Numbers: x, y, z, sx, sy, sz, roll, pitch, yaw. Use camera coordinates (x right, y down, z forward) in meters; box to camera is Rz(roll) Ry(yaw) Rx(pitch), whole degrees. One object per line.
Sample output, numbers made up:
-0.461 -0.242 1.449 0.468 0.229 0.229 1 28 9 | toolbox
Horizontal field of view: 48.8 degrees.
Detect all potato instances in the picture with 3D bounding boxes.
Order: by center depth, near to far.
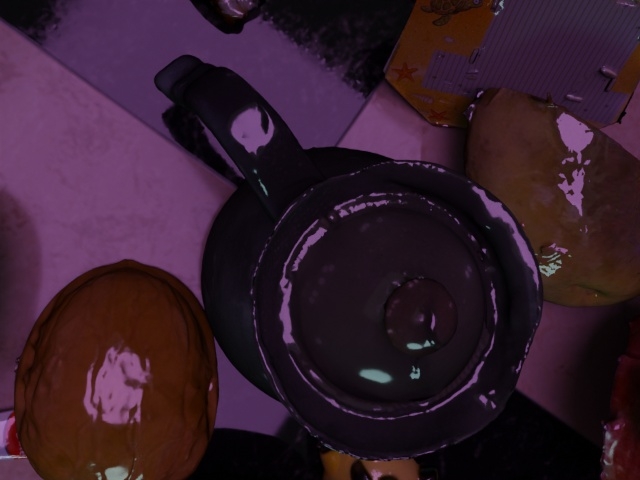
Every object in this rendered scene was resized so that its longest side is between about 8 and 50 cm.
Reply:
0.215 -0.016 0.608 0.243 0.098 0.138 29 91 -24 | potato

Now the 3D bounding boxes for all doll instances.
0.081 0.294 0.627 0.117 0.086 0.291 -21 98 21 | doll

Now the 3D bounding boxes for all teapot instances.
0.023 -0.001 0.498 0.224 0.285 0.305 -12 96 -11 | teapot

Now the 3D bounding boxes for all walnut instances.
-0.162 0.123 0.566 0.167 0.087 0.211 1 92 -14 | walnut

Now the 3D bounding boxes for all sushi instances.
-0.087 -0.221 0.589 0.046 0.044 0.083 -39 97 -8 | sushi

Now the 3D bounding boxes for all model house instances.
0.176 -0.206 0.614 0.220 0.207 0.135 10 54 -2 | model house

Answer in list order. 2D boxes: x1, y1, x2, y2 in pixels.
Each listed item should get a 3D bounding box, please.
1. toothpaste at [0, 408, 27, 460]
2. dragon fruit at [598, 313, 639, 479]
-0.314 0.166 0.571 0.191 0.031 0.048 -4 90 -15 | toothpaste
0.397 0.157 0.576 0.291 0.269 0.250 4 96 30 | dragon fruit
